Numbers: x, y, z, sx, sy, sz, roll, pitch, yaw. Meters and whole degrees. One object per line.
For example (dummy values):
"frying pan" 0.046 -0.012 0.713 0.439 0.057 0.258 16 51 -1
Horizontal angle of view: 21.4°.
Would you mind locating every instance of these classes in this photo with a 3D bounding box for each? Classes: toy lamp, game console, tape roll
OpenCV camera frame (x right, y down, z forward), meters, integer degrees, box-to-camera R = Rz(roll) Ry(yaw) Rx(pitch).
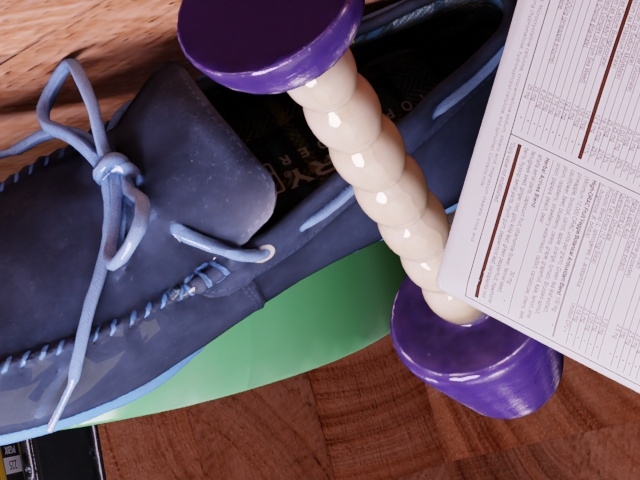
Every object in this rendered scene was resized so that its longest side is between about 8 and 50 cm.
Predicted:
"toy lamp" 0.036 -0.010 0.687 0.080 0.080 0.275 -17 142 18
"game console" -0.166 0.107 1.129 0.071 0.122 0.107 -3 -164 11
"tape roll" -0.111 0.027 0.945 0.321 0.077 0.321 -9 -172 1

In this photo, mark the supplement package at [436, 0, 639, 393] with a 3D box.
"supplement package" 0.190 -0.026 0.633 0.203 0.149 0.194 28 -150 26

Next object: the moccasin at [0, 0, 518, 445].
"moccasin" -0.058 -0.034 0.745 0.342 0.138 0.117 -31 154 -23

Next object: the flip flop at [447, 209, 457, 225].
"flip flop" 0.000 0.000 1.291 0.277 0.112 0.080 -33 -156 37

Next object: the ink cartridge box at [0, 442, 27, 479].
"ink cartridge box" -0.276 0.149 1.116 0.130 0.272 0.309 -16 175 14
